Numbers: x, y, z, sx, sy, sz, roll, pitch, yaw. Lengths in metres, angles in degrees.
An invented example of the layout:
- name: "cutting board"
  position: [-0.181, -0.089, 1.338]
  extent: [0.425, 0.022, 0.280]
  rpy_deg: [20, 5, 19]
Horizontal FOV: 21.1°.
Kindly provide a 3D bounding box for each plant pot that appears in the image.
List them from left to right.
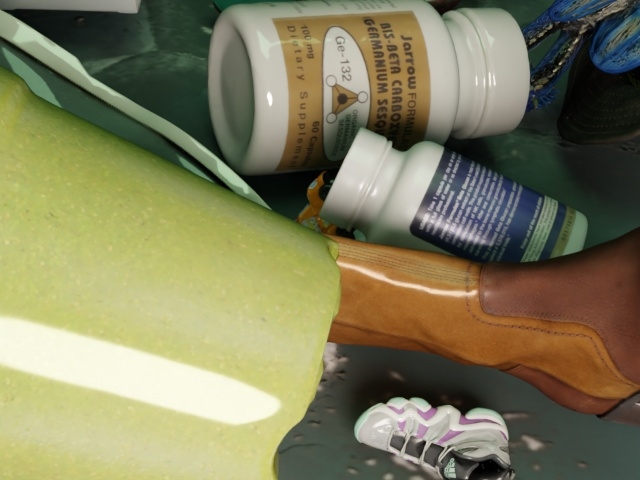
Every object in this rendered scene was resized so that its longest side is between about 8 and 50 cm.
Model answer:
- name: "plant pot"
  position: [-0.132, 0.047, 0.956]
  extent: [0.254, 0.276, 0.276]
  rpy_deg: [18, 34, -5]

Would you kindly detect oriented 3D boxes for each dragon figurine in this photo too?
- name: "dragon figurine"
  position: [0.239, -0.191, 1.365]
  extent: [0.085, 0.289, 0.144]
  rpy_deg: [45, 57, -16]

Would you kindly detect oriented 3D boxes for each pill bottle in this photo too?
- name: "pill bottle"
  position: [0.038, -0.123, 1.327]
  extent: [0.229, 0.131, 0.131]
  rpy_deg: [-6, 37, -21]
- name: "pill bottle"
  position: [0.089, -0.011, 1.175]
  extent: [0.169, 0.094, 0.094]
  rpy_deg: [26, 35, -1]

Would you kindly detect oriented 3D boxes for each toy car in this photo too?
- name: "toy car"
  position: [0.000, 0.000, 1.210]
  extent: [0.040, 0.060, 0.122]
  rpy_deg: [-22, 25, 12]

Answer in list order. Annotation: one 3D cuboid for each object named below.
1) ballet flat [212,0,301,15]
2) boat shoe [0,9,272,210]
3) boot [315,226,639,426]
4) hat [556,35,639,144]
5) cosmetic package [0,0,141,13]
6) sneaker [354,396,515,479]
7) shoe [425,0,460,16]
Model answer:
- name: "ballet flat"
  position: [-0.017, -0.198, 1.509]
  extent: [0.168, 0.057, 0.052]
  rpy_deg: [16, 5, 6]
- name: "boat shoe"
  position: [-0.150, -0.045, 1.209]
  extent: [0.319, 0.116, 0.099]
  rpy_deg: [35, 76, 16]
- name: "boot"
  position: [0.100, 0.017, 1.039]
  extent: [0.280, 0.264, 0.096]
  rpy_deg: [14, 71, 5]
- name: "hat"
  position: [0.355, -0.155, 1.390]
  extent: [0.134, 0.331, 0.331]
  rpy_deg: [46, 31, -16]
- name: "cosmetic package"
  position: [-0.275, -0.361, 1.528]
  extent: [0.284, 0.097, 0.377]
  rpy_deg: [3, 49, 3]
- name: "sneaker"
  position: [0.072, 0.130, 1.045]
  extent: [0.098, 0.038, 0.069]
  rpy_deg: [2, 34, -9]
- name: "shoe"
  position: [0.047, -0.237, 1.527]
  extent: [0.178, 0.063, 0.081]
  rpy_deg: [7, -7, -11]
